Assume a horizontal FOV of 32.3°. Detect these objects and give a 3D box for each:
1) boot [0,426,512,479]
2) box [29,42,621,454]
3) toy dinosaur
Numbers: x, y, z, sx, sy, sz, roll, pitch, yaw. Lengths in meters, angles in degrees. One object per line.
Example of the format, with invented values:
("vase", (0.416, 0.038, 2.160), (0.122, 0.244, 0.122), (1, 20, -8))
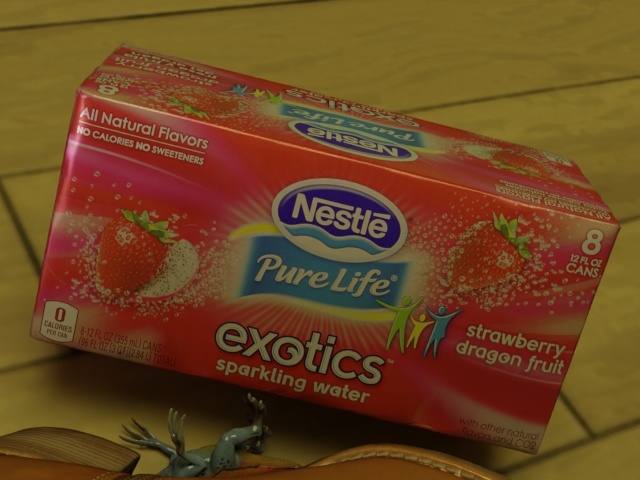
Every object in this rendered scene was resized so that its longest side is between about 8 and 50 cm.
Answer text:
("boot", (-0.030, 0.132, 0.374), (0.284, 0.109, 0.220), (16, 5, 3))
("box", (0.000, 0.000, 0.560), (0.257, 0.128, 0.122), (14, 19, -4))
("toy dinosaur", (-0.057, 0.107, 0.520), (0.090, 0.047, 0.082), (43, 65, 11))
